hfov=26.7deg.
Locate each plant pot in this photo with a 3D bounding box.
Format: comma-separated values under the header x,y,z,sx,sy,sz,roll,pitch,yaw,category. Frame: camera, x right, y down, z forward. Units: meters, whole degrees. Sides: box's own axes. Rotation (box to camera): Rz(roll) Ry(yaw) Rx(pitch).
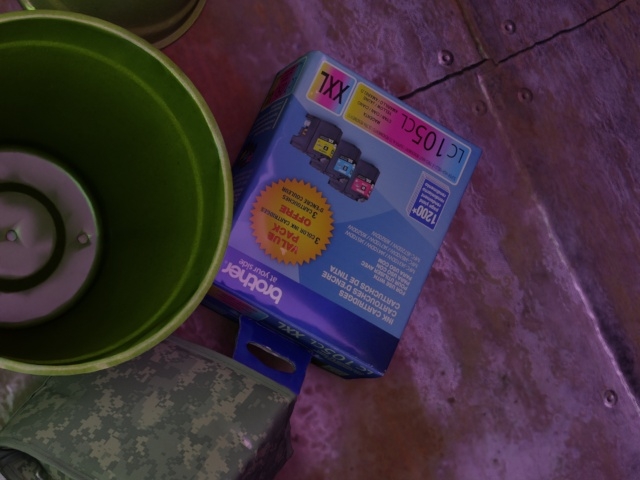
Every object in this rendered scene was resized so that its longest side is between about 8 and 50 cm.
x,y,z,sx,sy,sz,roll,pitch,yaw,category
-0.320,-0.029,1.497,0.366,0.353,0.367,3,82,-20,plant pot
-0.230,-0.385,1.636,0.276,0.254,0.276,3,82,-20,plant pot

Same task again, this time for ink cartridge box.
x,y,z,sx,sy,sz,roll,pitch,yaw,category
0.000,0.000,1.725,0.270,0.151,0.396,29,75,-14,ink cartridge box

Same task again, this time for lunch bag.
x,y,z,sx,sy,sz,roll,pitch,yaw,category
-0.210,0.234,1.575,0.287,0.169,0.235,27,53,17,lunch bag
